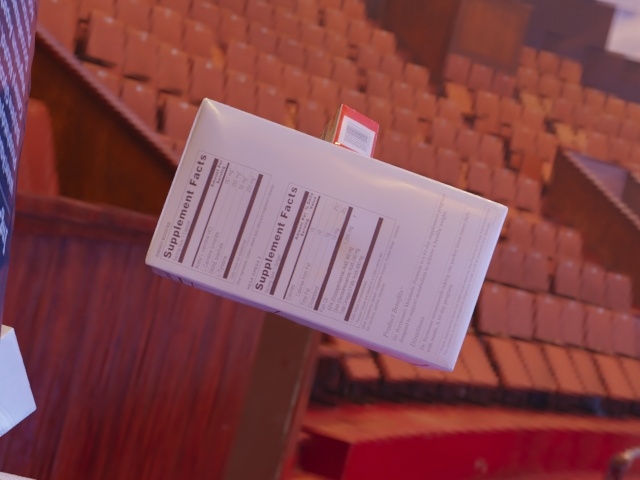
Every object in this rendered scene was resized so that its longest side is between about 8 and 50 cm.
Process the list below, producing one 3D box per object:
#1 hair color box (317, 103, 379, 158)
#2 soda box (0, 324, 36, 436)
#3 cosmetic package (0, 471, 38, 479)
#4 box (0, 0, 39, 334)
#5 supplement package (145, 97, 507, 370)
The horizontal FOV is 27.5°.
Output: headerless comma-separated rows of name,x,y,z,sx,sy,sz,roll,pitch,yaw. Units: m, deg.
hair color box,-0.003,-0.060,1.459,0.053,0.167,0.093,27,37,-12
soda box,-0.390,0.178,1.165,0.091,0.098,0.286,10,31,32
cosmetic package,-0.186,0.250,0.666,0.196,0.155,0.365,16,9,-12
box,-0.341,-0.121,0.406,0.479,0.472,0.297,3,-17,-4
supplement package,0.000,0.000,1.026,0.244,0.134,0.139,20,-6,-4
